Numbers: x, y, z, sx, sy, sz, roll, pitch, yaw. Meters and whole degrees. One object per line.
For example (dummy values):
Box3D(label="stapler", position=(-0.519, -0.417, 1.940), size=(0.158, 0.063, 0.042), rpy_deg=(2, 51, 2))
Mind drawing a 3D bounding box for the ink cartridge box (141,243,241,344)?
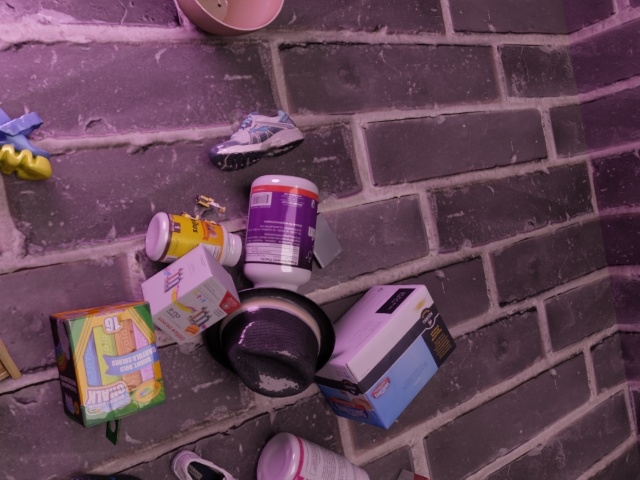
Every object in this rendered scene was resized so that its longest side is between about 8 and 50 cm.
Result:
Box3D(label="ink cartridge box", position=(-0.301, 0.127, 1.403), size=(0.176, 0.127, 0.128), rpy_deg=(-34, 132, 3))

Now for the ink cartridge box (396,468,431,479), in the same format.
Box3D(label="ink cartridge box", position=(0.255, 0.797, 1.800), size=(0.067, 0.115, 0.198), rpy_deg=(45, 62, -24))

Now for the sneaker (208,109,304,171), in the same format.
Box3D(label="sneaker", position=(-0.184, -0.272, 1.612), size=(0.283, 0.110, 0.122), rpy_deg=(-22, 81, -37))

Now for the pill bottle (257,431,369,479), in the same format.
Box3D(label="pill bottle", position=(-0.013, 0.626, 1.599), size=(0.283, 0.160, 0.161), rpy_deg=(32, 69, -29))

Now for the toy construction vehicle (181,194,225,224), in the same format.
Box3D(label="toy construction vehicle", position=(-0.296, -0.068, 1.538), size=(0.098, 0.035, 0.086), rpy_deg=(29, 70, -30))

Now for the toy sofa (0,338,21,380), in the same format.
Box3D(label="toy sofa", position=(-0.778, 0.269, 1.125), size=(0.362, 0.177, 0.150), rpy_deg=(-36, 131, -32))

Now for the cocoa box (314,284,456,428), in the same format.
Box3D(label="cocoa box", position=(0.169, 0.315, 1.710), size=(0.347, 0.231, 0.228), rpy_deg=(-40, 109, -31))

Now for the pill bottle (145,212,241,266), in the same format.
Box3D(label="pill bottle", position=(-0.305, 0.007, 1.475), size=(0.214, 0.117, 0.117), rpy_deg=(13, 79, -34))

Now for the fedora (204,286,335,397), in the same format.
Box3D(label="fedora", position=(-0.119, 0.272, 1.473), size=(0.333, 0.153, 0.334), rpy_deg=(-3, 121, -5))

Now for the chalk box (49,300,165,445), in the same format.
Box3D(label="chalk box", position=(-0.456, 0.288, 1.311), size=(0.179, 0.180, 0.289), rpy_deg=(-11, 93, -35))

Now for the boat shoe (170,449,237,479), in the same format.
Box3D(label="boat shoe", position=(-0.254, 0.608, 1.479), size=(0.258, 0.084, 0.095), rpy_deg=(42, 64, -25))

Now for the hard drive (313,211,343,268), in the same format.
Box3D(label="hard drive", position=(0.000, 0.000, 1.747), size=(0.094, 0.022, 0.135), rpy_deg=(-40, 109, -31))

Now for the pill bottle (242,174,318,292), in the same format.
Box3D(label="pill bottle", position=(-0.105, 0.002, 1.577), size=(0.181, 0.181, 0.323), rpy_deg=(10, 81, -34))

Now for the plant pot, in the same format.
Box3D(label="plant pot", position=(-0.256, -0.635, 1.521), size=(0.284, 0.191, 0.284), rpy_deg=(4, 83, -34))

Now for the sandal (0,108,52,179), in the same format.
Box3D(label="sandal", position=(-0.699, -0.230, 1.229), size=(0.317, 0.126, 0.138), rpy_deg=(20, 71, -41))

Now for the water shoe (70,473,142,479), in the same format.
Box3D(label="water shoe", position=(-0.472, 0.573, 1.353), size=(0.203, 0.073, 0.080), rpy_deg=(24, 99, -31))
